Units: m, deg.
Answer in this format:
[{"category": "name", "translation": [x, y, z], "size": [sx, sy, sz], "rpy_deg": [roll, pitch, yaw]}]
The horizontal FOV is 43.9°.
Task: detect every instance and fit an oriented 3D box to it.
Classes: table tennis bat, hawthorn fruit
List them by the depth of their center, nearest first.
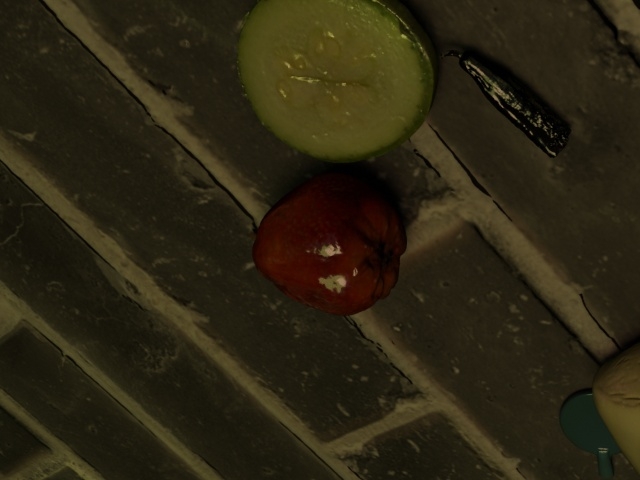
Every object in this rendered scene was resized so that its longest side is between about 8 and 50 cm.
[{"category": "hawthorn fruit", "translation": [0.013, 0.003, 0.941], "size": [0.173, 0.173, 0.179], "rpy_deg": [45, 154, -13]}, {"category": "table tennis bat", "translation": [0.375, 0.259, 1.062], "size": [0.100, 0.019, 0.155], "rpy_deg": [-6, 120, 24]}]

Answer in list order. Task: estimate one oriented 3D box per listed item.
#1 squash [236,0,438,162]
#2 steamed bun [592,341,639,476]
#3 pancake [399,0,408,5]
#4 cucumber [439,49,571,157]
[{"category": "squash", "translation": [0.015, -0.179, 0.848], "size": [0.219, 0.041, 0.219], "rpy_deg": [14, 138, 13]}, {"category": "steamed bun", "translation": [0.453, 0.203, 0.902], "size": [0.250, 0.155, 0.200], "rpy_deg": [-22, 114, 29]}, {"category": "pancake", "translation": [-0.004, -0.323, 0.781], "size": [0.250, 0.031, 0.250], "rpy_deg": [11, 132, 12]}, {"category": "cucumber", "translation": [0.194, -0.150, 0.828], "size": [0.163, 0.043, 0.039], "rpy_deg": [42, 170, -7]}]
